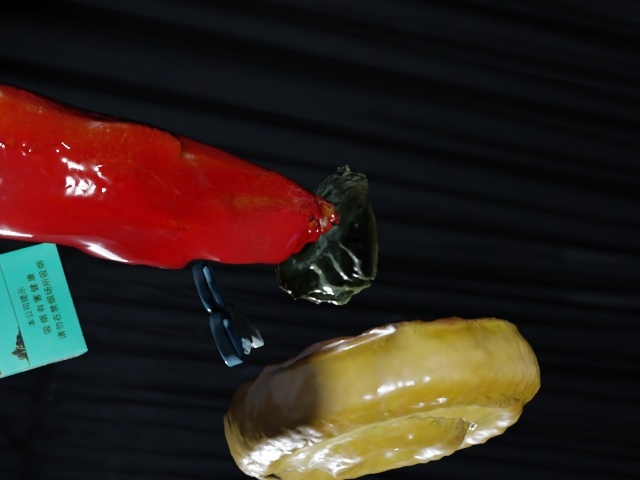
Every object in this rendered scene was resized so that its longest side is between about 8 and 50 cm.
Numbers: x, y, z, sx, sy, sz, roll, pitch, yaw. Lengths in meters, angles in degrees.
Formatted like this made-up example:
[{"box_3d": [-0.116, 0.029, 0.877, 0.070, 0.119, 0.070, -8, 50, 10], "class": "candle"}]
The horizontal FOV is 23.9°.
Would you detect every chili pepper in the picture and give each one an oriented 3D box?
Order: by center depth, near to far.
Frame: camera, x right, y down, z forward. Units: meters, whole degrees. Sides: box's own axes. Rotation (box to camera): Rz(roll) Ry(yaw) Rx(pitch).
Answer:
[{"box_3d": [-0.154, -0.044, 1.067, 0.110, 0.387, 0.110, -37, -132, 55], "class": "chili pepper"}]

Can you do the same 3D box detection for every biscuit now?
[{"box_3d": [0.059, 0.158, 1.391, 0.296, 0.296, 0.102, 121, -42, -62], "class": "biscuit"}]

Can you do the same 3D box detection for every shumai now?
[{"box_3d": [0.000, -0.005, 1.984, 0.184, 0.142, 0.184, -5, 90, -84], "class": "shumai"}]

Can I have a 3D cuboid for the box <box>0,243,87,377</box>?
[{"box_3d": [-0.442, 0.106, 2.017, 0.042, 0.226, 0.161, -30, -103, 66], "class": "box"}]

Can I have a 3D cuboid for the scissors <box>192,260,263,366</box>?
[{"box_3d": [-0.104, 0.103, 1.814, 0.256, 0.030, 0.125, 58, 11, -76], "class": "scissors"}]
